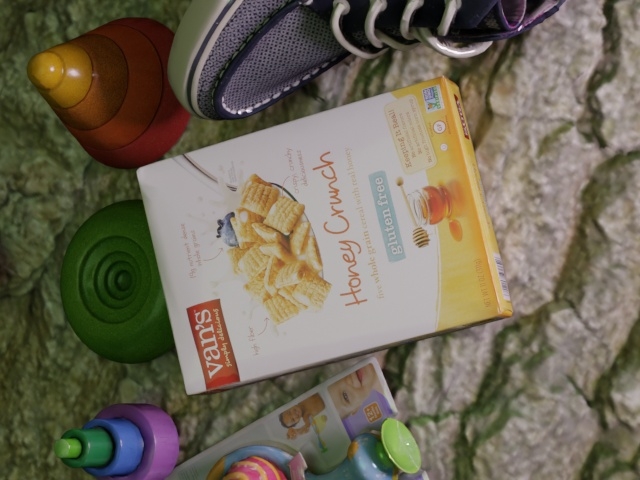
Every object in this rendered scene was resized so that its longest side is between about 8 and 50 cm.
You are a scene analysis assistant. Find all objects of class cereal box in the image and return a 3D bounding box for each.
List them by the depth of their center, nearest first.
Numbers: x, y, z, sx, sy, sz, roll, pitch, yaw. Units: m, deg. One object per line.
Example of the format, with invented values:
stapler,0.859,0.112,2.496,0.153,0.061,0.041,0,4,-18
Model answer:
cereal box,0.000,0.000,1.194,0.240,0.047,0.173,-16,81,16

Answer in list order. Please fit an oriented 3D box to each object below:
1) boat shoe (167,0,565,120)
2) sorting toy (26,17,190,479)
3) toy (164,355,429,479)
boat shoe,0.047,-0.168,1.147,0.340,0.127,0.158,-45,61,19
sorting toy,-0.171,0.003,1.259,0.127,0.126,0.366,-6,83,28
toy,-0.035,0.195,1.222,0.237,0.056,0.137,-31,73,24
